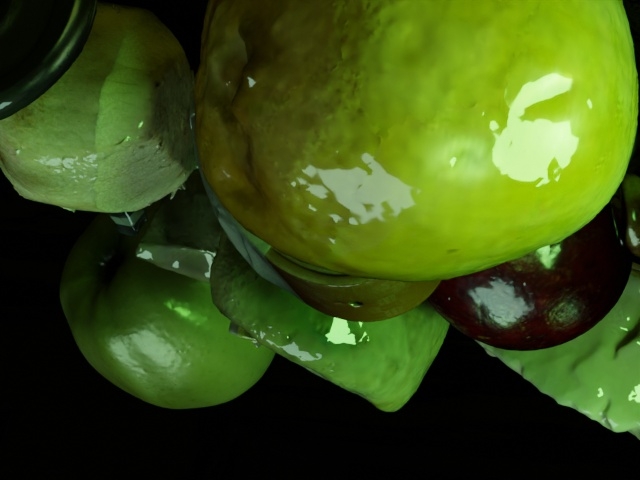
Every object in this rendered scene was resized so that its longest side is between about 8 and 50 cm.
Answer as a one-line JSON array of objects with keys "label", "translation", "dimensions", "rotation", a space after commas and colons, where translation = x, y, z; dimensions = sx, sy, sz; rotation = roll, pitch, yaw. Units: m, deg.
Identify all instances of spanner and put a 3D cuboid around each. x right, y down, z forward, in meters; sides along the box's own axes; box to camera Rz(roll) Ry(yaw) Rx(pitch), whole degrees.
[{"label": "spanner", "translation": [-0.233, -0.099, 1.676], "dimensions": [0.087, 0.024, 0.316], "rotation": [29, 156, 17]}]

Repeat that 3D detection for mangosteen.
[{"label": "mangosteen", "translation": [0.191, -0.028, 1.356], "dimensions": [0.257, 0.215, 0.215], "rotation": [-33, 141, 28]}]

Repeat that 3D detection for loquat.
[{"label": "loquat", "translation": [0.062, -0.094, 1.071], "dimensions": [0.284, 0.276, 0.276], "rotation": [20, 165, -37]}]

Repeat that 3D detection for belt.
[{"label": "belt", "translation": [0.001, -0.060, 1.283], "dimensions": [0.261, 0.184, 0.105], "rotation": [56, -177, 25]}]

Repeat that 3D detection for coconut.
[{"label": "coconut", "translation": [-0.202, -0.115, 1.401], "dimensions": [0.194, 0.194, 0.194], "rotation": [13, 166, 3]}]

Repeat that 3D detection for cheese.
[{"label": "cheese", "translation": [0.328, 0.108, 1.650], "dimensions": [0.332, 0.153, 0.292], "rotation": [20, -174, -21]}]

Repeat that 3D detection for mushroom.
[{"label": "mushroom", "translation": [0.009, -0.004, 1.445], "dimensions": [0.292, 0.217, 0.212], "rotation": [33, -175, -4]}]

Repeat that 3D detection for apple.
[{"label": "apple", "translation": [-0.179, 0.070, 1.962], "dimensions": [0.279, 0.279, 0.279], "rotation": [13, 166, 3]}]

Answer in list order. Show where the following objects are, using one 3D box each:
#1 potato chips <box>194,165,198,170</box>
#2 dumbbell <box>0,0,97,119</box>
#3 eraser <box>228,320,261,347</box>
[{"label": "potato chips", "translation": [-0.030, -0.030, 1.775], "dimensions": [0.358, 0.070, 0.429], "rotation": [10, 165, 43]}, {"label": "dumbbell", "translation": [-0.275, -0.192, 1.140], "dimensions": [0.192, 0.192, 0.290], "rotation": [8, 166, 24]}, {"label": "eraser", "translation": [0.014, 0.008, 1.576], "dimensions": [0.158, 0.226, 0.069], "rotation": [15, 180, -15]}]
